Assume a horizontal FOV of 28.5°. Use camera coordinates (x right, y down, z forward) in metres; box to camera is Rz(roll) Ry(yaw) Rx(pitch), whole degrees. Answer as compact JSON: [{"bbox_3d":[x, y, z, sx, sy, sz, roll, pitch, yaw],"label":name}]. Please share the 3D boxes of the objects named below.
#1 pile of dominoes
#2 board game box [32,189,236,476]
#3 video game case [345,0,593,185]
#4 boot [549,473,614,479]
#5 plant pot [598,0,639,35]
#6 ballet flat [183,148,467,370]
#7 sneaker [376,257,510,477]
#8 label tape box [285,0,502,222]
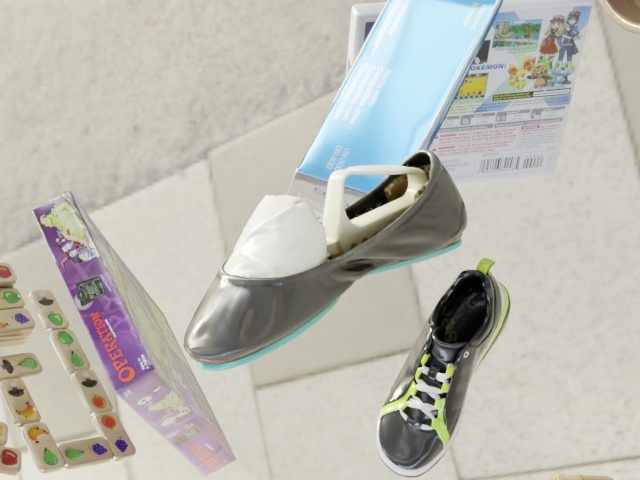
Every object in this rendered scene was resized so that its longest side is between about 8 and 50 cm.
[{"bbox_3d":[-0.317,0.130,1.317,0.251,0.196,0.040,55,127,27],"label":"pile of dominoes"},{"bbox_3d":[-0.182,0.109,1.295,0.056,0.347,0.208,-32,66,-5],"label":"board game box"},{"bbox_3d":[0.192,-0.199,1.738,0.036,0.329,0.300,-109,18,-47],"label":"video game case"},{"bbox_3d":[0.348,0.404,1.576,0.090,0.207,0.248,-82,10,-58],"label":"boot"},{"bbox_3d":[0.491,-0.377,1.543,0.263,0.229,0.263,10,102,61],"label":"plant pot"},{"bbox_3d":[0.000,0.000,0.967,0.095,0.280,0.096,10,119,46],"label":"ballet flat"},{"bbox_3d":[0.116,0.123,1.279,0.084,0.097,0.235,21,78,23],"label":"sneaker"},{"bbox_3d":[0.064,-0.129,1.303,0.249,0.115,0.348,-62,-2,-20],"label":"label tape box"}]
